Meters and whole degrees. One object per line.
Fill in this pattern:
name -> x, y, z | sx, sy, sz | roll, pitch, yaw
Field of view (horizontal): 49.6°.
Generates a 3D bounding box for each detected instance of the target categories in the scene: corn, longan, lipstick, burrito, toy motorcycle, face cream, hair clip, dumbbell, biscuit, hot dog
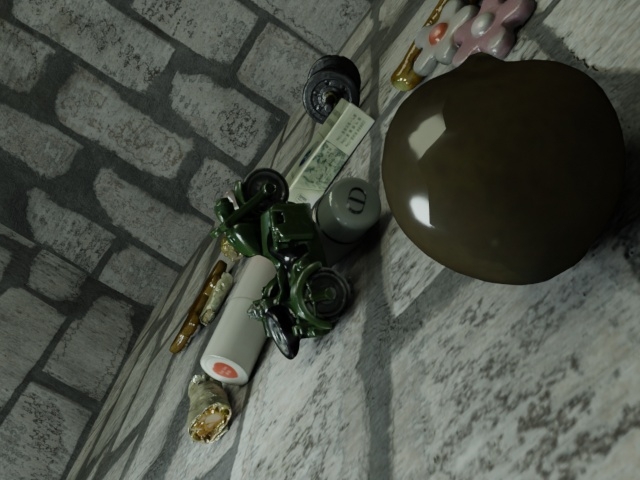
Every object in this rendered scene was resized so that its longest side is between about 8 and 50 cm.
corn -> -0.223, -0.028, 1.987 | 0.086, 0.086, 0.288 | -50, 12, 27
longan -> 0.135, -0.053, 0.514 | 0.189, 0.189, 0.189 | -53, 13, 18
lipstick -> -0.108, 0.097, 1.230 | 0.087, 0.087, 0.326 | -42, 19, 49
burrito -> -0.272, 0.153, 1.811 | 0.149, 0.041, 0.055 | -63, 0, -11
toy motorcycle -> -0.057, 0.023, 0.961 | 0.127, 0.275, 0.205 | -15, -3, -21
face cream -> 0.000, 0.000, 1.090 | 0.314, 0.089, 0.143 | -46, 22, 62
burrito -> -0.188, 0.274, 1.155 | 0.087, 0.060, 0.226 | -56, 13, -2
hair clip -> 0.223, -0.308, 1.046 | 0.146, 0.075, 0.257 | -52, 17, -2
dumbbell -> 0.031, -0.386, 1.764 | 0.143, 0.143, 0.325 | -51, 14, 24
biscuit -> -0.327, 0.174, 1.950 | 0.197, 0.049, 0.301 | -45, 17, 43
hot dog -> 0.223, -0.397, 1.262 | 0.286, 0.061, 0.088 | -55, 9, 14

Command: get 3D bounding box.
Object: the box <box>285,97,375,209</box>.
box -> 0.009, -0.186, 1.531 | 0.256, 0.069, 0.164 | -54, 13, 10

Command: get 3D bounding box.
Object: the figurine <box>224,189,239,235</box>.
figurine -> -0.188, -0.071, 1.815 | 0.162, 0.141, 0.237 | -44, 15, 9
